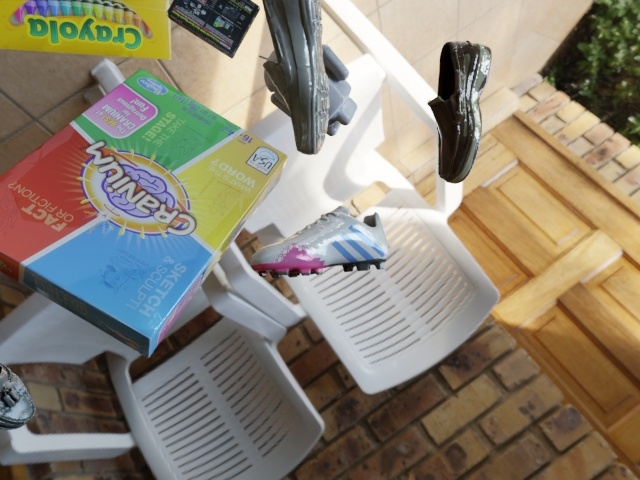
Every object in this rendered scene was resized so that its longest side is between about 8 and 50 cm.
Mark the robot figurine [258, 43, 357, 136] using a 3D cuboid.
[{"bbox_3d":[-0.041,-0.507,1.570,0.300,0.353,0.199,-31,-153,41],"label":"robot figurine"}]

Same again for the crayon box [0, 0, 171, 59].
[{"bbox_3d":[-0.477,-0.526,0.922,0.363,0.106,0.312,-15,119,-42],"label":"crayon box"}]

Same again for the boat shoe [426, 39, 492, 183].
[{"bbox_3d":[0.234,-0.234,0.869,0.095,0.257,0.095,10,175,-16],"label":"boat shoe"}]

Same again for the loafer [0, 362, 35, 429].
[{"bbox_3d":[-0.647,0.259,0.902,0.084,0.267,0.096,-27,-157,29],"label":"loafer"}]

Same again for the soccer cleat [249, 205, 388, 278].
[{"bbox_3d":[0.000,0.000,0.988,0.332,0.143,0.116,-2,175,-36],"label":"soccer cleat"}]

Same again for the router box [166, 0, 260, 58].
[{"bbox_3d":[-0.174,-0.374,0.786,0.092,0.123,0.038,-60,-165,0],"label":"router box"}]

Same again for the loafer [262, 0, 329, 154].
[{"bbox_3d":[-0.049,-0.318,0.892,0.112,0.319,0.112,-2,-167,14],"label":"loafer"}]

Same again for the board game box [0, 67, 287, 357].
[{"bbox_3d":[-0.218,-0.054,0.593,0.316,0.242,0.064,-61,-178,-37],"label":"board game box"}]
